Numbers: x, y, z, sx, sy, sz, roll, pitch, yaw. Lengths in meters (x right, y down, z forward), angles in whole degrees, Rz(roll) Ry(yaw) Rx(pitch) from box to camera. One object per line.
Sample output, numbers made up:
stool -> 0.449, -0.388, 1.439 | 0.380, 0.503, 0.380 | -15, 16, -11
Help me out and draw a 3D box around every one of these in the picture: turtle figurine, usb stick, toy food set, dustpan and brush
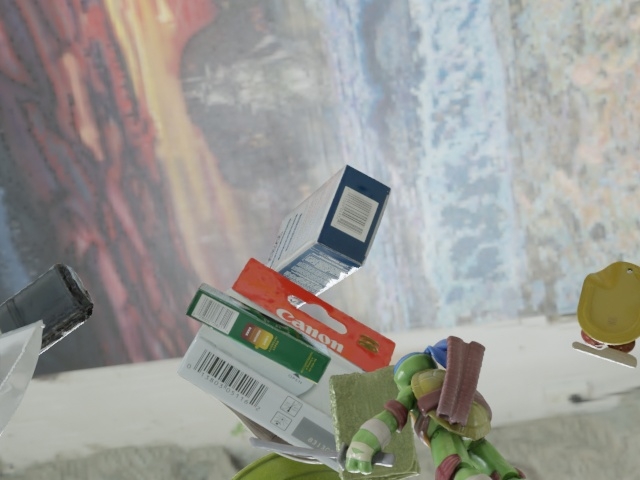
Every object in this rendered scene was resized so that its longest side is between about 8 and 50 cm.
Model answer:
turtle figurine -> 0.119, 0.261, 1.148 | 0.266, 0.274, 0.198 | 45, 167, 54
usb stick -> -0.382, 0.129, 1.208 | 0.077, 0.278, 0.045 | 56, -175, 14
toy food set -> 0.527, 0.142, 1.897 | 0.071, 0.128, 0.218 | 73, -146, -50
dustpan and brush -> -0.312, 0.161, 0.871 | 0.060, 0.147, 0.211 | 46, -147, -46

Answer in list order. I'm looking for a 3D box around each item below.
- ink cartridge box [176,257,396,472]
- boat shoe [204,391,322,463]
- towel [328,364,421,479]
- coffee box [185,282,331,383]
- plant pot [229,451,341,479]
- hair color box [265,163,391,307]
ink cartridge box -> -0.020, 0.162, 1.666 | 0.091, 0.308, 0.385 | -58, 2, 30
boat shoe -> -0.099, 0.282, 1.888 | 0.117, 0.324, 0.097 | -50, -9, -27
towel -> 0.067, 0.239, 1.352 | 0.027, 0.110, 0.148 | 147, 115, -76
coffee box -> -0.076, 0.113, 1.309 | 0.040, 0.184, 0.113 | -62, 5, 0
plant pot -> -0.016, 0.697, 2.311 | 0.367, 0.366, 0.353 | 77, 168, -45
hair color box -> 0.000, 0.000, 2.046 | 0.347, 0.105, 0.174 | -35, 30, 63
